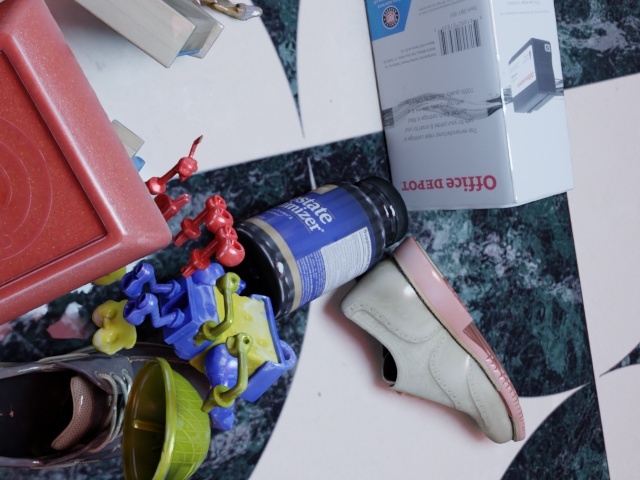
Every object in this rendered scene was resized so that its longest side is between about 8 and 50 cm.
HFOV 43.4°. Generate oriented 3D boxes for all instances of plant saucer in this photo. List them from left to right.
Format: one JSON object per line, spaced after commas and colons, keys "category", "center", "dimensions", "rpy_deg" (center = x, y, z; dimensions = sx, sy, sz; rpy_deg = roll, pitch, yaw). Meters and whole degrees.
{"category": "plant saucer", "center": [-0.308, -0.051, 0.721], "dimensions": [0.259, 0.048, 0.258], "rpy_deg": [-25, 104, 7]}

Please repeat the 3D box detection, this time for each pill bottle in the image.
{"category": "pill bottle", "center": [0.000, 0.000, 0.986], "dimensions": [0.219, 0.123, 0.122], "rpy_deg": [-27, 106, -33]}

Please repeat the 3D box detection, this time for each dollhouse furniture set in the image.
{"category": "dollhouse furniture set", "center": [-0.290, -0.165, 0.820], "dimensions": [0.286, 0.198, 0.303], "rpy_deg": [36, 102, -8]}

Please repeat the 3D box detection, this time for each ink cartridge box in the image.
{"category": "ink cartridge box", "center": [0.192, -0.202, 1.056], "dimensions": [0.129, 0.223, 0.307], "rpy_deg": [-14, 99, -35]}

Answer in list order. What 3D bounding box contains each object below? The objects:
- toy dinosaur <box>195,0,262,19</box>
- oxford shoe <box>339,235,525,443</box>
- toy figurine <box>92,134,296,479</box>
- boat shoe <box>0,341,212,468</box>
{"category": "toy dinosaur", "center": [-0.150, -0.302, 0.906], "dimensions": [0.211, 0.112, 0.064], "rpy_deg": [36, 85, -35]}
{"category": "oxford shoe", "center": [0.163, 0.168, 1.124], "dimensions": [0.146, 0.140, 0.397], "rpy_deg": [-34, 119, 4]}
{"category": "toy figurine", "center": [-0.083, 0.094, 0.814], "dimensions": [0.191, 0.362, 0.217], "rpy_deg": [-42, 131, 18]}
{"category": "boat shoe", "center": [-0.252, 0.177, 0.808], "dimensions": [0.355, 0.130, 0.132], "rpy_deg": [-2, 92, -35]}
